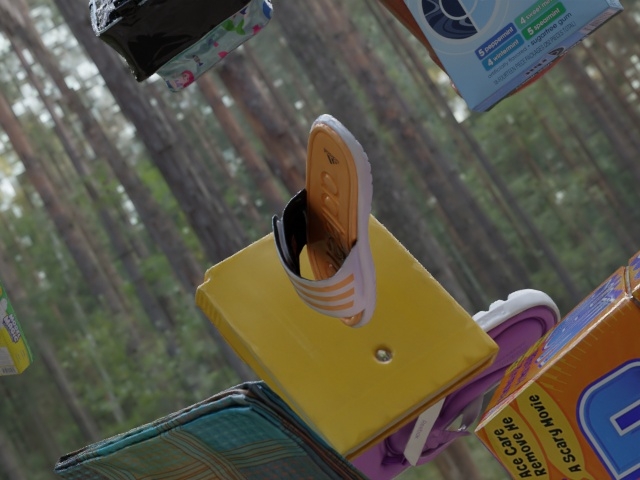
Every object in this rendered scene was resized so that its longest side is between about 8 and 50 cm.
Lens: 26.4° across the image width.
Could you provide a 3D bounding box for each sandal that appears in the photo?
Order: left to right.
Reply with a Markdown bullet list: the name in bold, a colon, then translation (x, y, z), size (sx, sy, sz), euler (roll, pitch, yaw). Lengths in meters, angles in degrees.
- **sandal**: translation (-0.006, -0.007, 1.255), size (0.076, 0.102, 0.265), euler (-30, -35, -21)
- **sandal**: translation (0.184, 0.230, 1.954), size (0.416, 0.102, 0.169), euler (-44, -47, 2)

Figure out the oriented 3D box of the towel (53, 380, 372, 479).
- **towel**: translation (-0.122, 0.306, 1.673), size (0.370, 0.271, 0.040), euler (-24, 32, 37)

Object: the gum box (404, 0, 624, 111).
- **gum box**: translation (0.155, -0.235, 1.222), size (0.157, 0.184, 0.041), euler (-36, -15, 28)

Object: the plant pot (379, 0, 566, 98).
- **plant pot**: translation (0.170, -0.354, 1.671), size (0.265, 0.272, 0.272), euler (34, -57, -29)

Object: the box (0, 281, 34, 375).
- **box**: translation (-0.476, 0.102, 1.883), size (0.105, 0.179, 0.043), euler (-7, 25, 28)

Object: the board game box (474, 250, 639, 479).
- **board game box**: translation (0.406, 0.165, 1.271), size (0.356, 0.356, 0.356), euler (-43, -6, 11)

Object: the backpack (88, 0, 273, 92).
- **backpack**: translation (-0.190, -0.338, 1.806), size (0.225, 0.253, 0.191), euler (-36, -50, 9)

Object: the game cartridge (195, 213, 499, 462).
- **game cartridge**: translation (0.030, 0.110, 1.823), size (0.285, 0.324, 0.053), euler (-30, -27, -27)
